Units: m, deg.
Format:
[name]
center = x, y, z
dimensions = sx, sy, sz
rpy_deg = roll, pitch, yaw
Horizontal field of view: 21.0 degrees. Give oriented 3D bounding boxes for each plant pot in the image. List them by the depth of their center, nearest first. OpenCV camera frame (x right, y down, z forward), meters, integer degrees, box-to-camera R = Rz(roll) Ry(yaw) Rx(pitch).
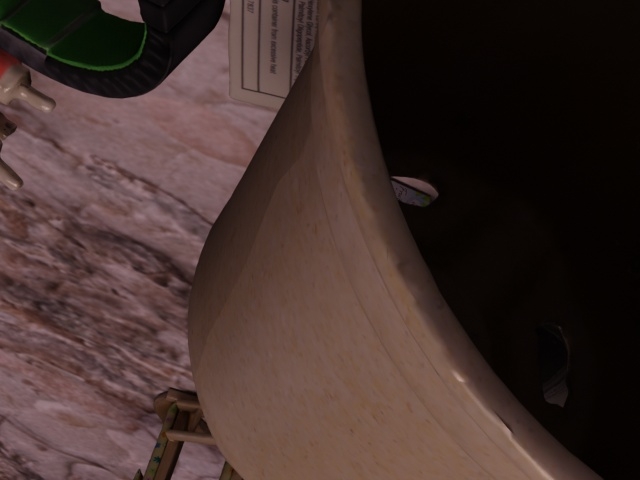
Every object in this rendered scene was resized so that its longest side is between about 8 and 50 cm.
[plant pot]
center = 0.097, 0.007, 0.701
dimensions = 0.334, 0.334, 0.305
rpy_deg = 27, 151, -12

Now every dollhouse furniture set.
[dollhouse furniture set]
center = -0.107, 0.189, 1.337
dimensions = 0.101, 0.182, 0.161
rpy_deg = 16, 145, 3

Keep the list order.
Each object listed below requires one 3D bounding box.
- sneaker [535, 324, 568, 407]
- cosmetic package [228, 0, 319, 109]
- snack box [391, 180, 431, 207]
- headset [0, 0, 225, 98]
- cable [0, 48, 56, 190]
[sneaker]
center = 0.077, 0.068, 1.124
dimensions = 0.276, 0.097, 0.135
rpy_deg = 10, 149, -20
[cosmetic package]
center = 0.111, -0.128, 0.860
dimensions = 0.296, 0.129, 0.153
rpy_deg = 15, 143, 6
[snack box]
center = 0.000, 0.000, 1.160
dimensions = 0.100, 0.037, 0.141
rpy_deg = 22, 144, -9
[headset]
center = -0.142, -0.238, 0.813
dimensions = 0.243, 0.185, 0.394
rpy_deg = 31, 155, 21
[cable]
center = -0.291, -0.136, 1.065
dimensions = 0.287, 0.072, 0.139
rpy_deg = 32, 116, -7
